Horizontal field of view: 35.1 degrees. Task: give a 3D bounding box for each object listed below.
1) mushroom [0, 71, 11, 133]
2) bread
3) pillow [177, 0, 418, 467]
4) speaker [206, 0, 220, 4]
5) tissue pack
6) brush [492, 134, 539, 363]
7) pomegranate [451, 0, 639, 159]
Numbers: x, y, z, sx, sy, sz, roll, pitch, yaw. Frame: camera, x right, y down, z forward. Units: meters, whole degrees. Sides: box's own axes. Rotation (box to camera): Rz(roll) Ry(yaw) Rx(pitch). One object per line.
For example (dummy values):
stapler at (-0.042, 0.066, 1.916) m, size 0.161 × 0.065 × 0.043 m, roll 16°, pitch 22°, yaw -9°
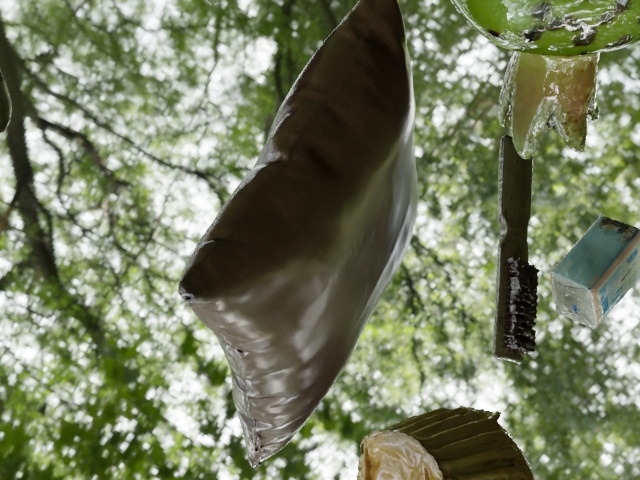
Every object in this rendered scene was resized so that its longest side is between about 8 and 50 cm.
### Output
mushroom at (-0.310, -0.074, 0.714) m, size 0.204 × 0.204 × 0.204 m, roll 25°, pitch -150°, yaw -16°
bread at (0.128, 0.298, 1.083) m, size 0.139 × 0.240 × 0.240 m, roll 3°, pitch -139°, yaw -40°
pillow at (0.000, 0.000, 0.822) m, size 0.108 × 0.308 × 0.305 m, roll 20°, pitch -119°, yaw 18°
speaker at (-0.037, -0.328, 1.123) m, size 0.082 × 0.218 × 0.044 m, roll -97°, pitch -16°, yaw -84°
tissue pack at (0.281, 0.033, 1.026) m, size 0.058 × 0.074 × 0.094 m, roll 28°, pitch -119°, yaw 39°
brush at (0.212, 0.005, 1.075) m, size 0.043 × 0.036 × 0.248 m, roll 16°, pitch -110°, yaw -31°
pomegranate at (0.211, -0.219, 0.790) m, size 0.286 × 0.230 × 0.231 m, roll 56°, pitch -169°, yaw -40°
